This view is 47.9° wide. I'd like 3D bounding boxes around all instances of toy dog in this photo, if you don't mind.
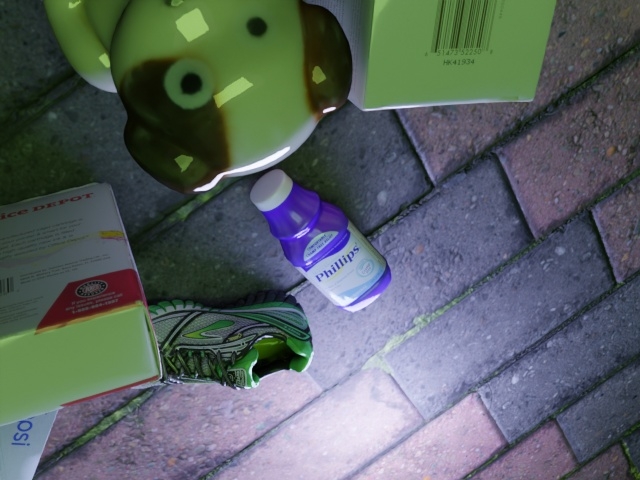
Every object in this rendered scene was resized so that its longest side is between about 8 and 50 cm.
[{"bbox_3d":[-0.142,-0.211,0.773,0.285,0.408,0.395,-24,125,-8],"label":"toy dog"}]

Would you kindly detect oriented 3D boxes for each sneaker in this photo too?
[{"bbox_3d":[-0.173,0.172,1.149,0.344,0.146,0.134,-11,122,-16],"label":"sneaker"}]

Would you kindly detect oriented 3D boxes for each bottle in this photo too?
[{"bbox_3d":[0.000,0.000,1.153,0.118,0.092,0.283,-40,126,4],"label":"bottle"}]

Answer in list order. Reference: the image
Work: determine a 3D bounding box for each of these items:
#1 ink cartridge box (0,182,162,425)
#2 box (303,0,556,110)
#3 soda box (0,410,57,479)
[{"bbox_3d":[-0.344,0.067,0.915,0.226,0.306,0.131,-15,124,-14],"label":"ink cartridge box"},{"bbox_3d":[0.085,-0.293,0.859,0.215,0.345,0.168,-7,122,-19],"label":"box"},{"bbox_3d":[-0.488,0.307,1.128,0.098,0.091,0.286,15,112,-29],"label":"soda box"}]
